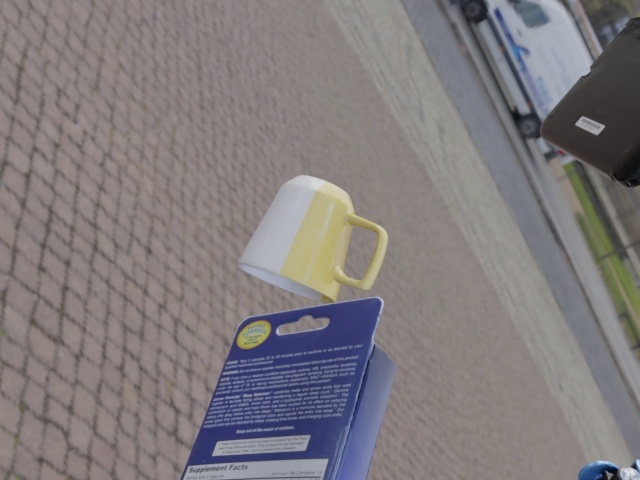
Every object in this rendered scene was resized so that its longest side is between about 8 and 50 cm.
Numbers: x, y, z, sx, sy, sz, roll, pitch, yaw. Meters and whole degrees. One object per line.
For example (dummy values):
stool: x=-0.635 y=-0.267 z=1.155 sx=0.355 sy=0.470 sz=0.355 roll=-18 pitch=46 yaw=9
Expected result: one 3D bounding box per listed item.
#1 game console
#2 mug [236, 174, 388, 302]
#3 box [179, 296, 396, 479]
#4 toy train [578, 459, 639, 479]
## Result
game console: x=0.168 y=-0.058 z=0.422 sx=0.071 sy=0.107 sz=0.122 roll=38 pitch=9 yaw=-12
mug: x=-0.002 y=0.000 z=0.580 sx=0.062 sy=0.078 sz=0.064 roll=126 pitch=-15 yaw=-79
box: x=-0.030 y=0.142 z=0.630 sx=0.036 sy=0.136 sz=0.225 roll=47 pitch=47 yaw=-35
toy train: x=0.295 y=0.296 z=0.987 sx=0.105 sy=0.184 sz=0.080 roll=13 pitch=38 yaw=-9
